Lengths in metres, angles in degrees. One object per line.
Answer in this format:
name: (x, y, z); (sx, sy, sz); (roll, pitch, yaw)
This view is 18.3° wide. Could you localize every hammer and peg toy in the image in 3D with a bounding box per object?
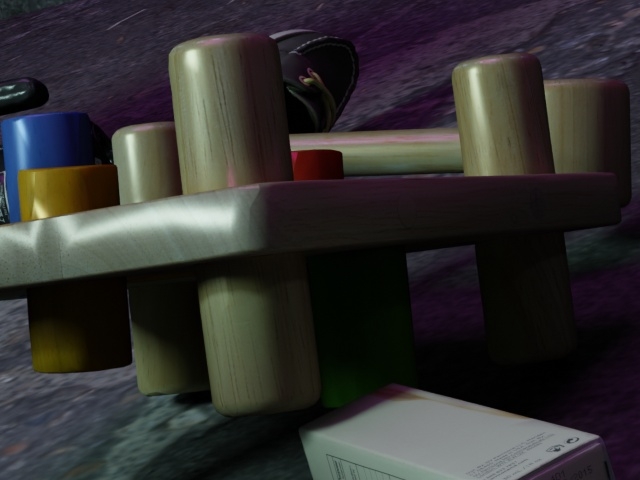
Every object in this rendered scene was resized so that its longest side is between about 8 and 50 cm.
hammer and peg toy: (-0.023, 0.003, 0.820); (0.266, 0.127, 0.361); (-8, -2, 34)

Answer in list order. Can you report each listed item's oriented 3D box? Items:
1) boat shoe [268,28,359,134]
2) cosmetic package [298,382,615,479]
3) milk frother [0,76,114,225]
boat shoe: (-0.030, -0.070, 1.248); (0.069, 0.081, 0.228); (-3, 27, 37)
cosmetic package: (0.044, 0.084, 0.610); (0.041, 0.060, 0.115); (-24, 17, -26)
milk frother: (-0.189, -0.022, 1.253); (0.135, 0.129, 0.143); (-13, -28, 16)
